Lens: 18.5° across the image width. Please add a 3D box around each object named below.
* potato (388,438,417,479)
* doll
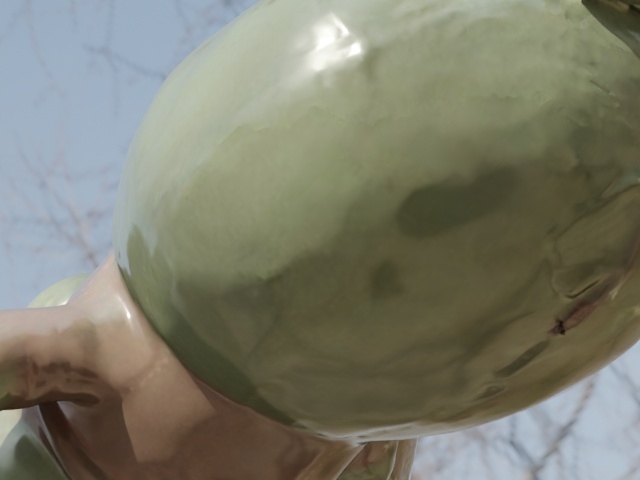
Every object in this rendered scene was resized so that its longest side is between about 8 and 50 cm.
[{"bbox_3d":[-0.022,0.090,0.722,0.109,0.178,0.118,9,-48,14],"label":"potato"},{"bbox_3d":[0.000,0.013,0.466,0.275,0.113,0.155,-30,-30,30],"label":"doll"}]
